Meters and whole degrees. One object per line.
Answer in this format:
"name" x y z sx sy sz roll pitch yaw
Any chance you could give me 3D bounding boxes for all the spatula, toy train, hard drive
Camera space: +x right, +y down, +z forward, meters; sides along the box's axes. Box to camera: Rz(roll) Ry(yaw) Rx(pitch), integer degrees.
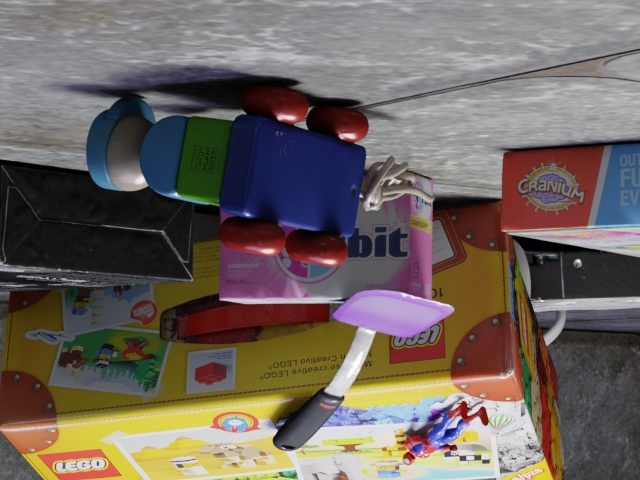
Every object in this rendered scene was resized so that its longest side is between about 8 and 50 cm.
"spatula" 0.020 0.117 1.748 0.084 0.030 0.296 15 140 -18
"toy train" -0.038 -0.044 1.333 0.143 0.105 0.248 10 180 28
"hard drive" 0.342 0.048 2.339 0.339 0.064 0.237 0 175 -21

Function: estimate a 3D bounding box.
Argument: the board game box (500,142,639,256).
"board game box" 0.324 -0.029 1.580 0.242 0.064 0.316 -3 174 33

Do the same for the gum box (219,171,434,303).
"gum box" 0.000 0.000 1.713 0.188 0.107 0.062 -1 174 22

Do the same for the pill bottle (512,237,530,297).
"pill bottle" 0.103 0.053 2.163 0.229 0.131 0.131 3 175 -21

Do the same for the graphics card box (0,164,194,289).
"graphics card box" -0.323 -0.003 1.814 0.371 0.094 0.232 -3 174 42

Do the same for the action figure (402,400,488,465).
"action figure" 0.111 0.185 1.846 0.038 0.030 0.115 13 149 -28

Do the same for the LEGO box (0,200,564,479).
"LEGO box" -0.021 0.159 2.018 0.500 0.193 0.372 -8 148 13

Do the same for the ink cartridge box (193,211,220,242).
"ink cartridge box" -0.124 -0.001 2.064 0.097 0.046 0.207 -3 173 40

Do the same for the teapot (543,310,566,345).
"teapot" 0.150 0.110 2.568 0.252 0.187 0.256 -31 135 32
